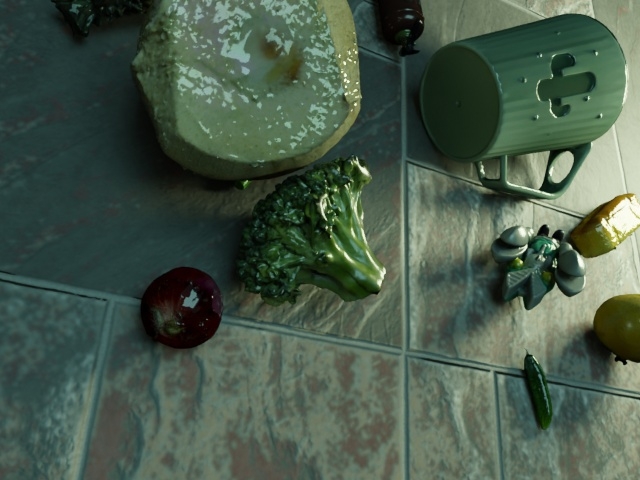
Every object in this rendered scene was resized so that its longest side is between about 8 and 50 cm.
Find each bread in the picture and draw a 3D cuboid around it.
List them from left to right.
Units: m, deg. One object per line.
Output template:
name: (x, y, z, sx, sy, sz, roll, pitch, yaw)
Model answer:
bread: (0.714, -0.043, 1.552, 0.245, 0.102, 0.094, -31, 92, -33)

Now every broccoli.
broccoli: (0.000, 0.000, 1.080, 0.288, 0.248, 0.245, -38, 98, 9)

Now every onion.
onion: (-0.216, 0.108, 0.977, 0.131, 0.131, 0.131, 11, 64, -24)

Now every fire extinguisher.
fire extinguisher: (0.193, -0.566, 1.479, 0.102, 0.138, 0.344, 0, 67, -12)

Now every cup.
cup: (0.475, -0.301, 1.420, 0.392, 0.310, 0.401, -17, 75, -27)

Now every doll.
doll: (0.462, 0.034, 1.364, 0.194, 0.153, 0.258, 3, 38, 2)

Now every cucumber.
cucumber: (0.453, 0.306, 1.295, 0.039, 0.039, 0.168, -1, 71, -28)

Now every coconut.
coconut: (-0.121, -0.288, 1.069, 0.404, 0.404, 0.405, 11, 64, -24)

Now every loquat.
loquat: (0.709, 0.188, 1.392, 0.172, 0.204, 0.149, 20, 41, -7)

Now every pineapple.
pineapple: (-0.362, -0.455, 1.150, 0.248, 0.128, 0.128, -36, 88, -29)

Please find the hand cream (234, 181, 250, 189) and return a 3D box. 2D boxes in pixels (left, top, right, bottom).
hand cream: (-0.123, -0.141, 1.192, 0.036, 0.023, 0.122, 38, 52, -4)
